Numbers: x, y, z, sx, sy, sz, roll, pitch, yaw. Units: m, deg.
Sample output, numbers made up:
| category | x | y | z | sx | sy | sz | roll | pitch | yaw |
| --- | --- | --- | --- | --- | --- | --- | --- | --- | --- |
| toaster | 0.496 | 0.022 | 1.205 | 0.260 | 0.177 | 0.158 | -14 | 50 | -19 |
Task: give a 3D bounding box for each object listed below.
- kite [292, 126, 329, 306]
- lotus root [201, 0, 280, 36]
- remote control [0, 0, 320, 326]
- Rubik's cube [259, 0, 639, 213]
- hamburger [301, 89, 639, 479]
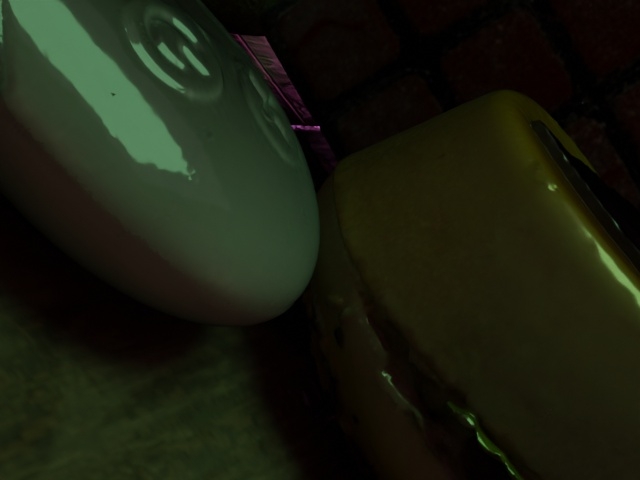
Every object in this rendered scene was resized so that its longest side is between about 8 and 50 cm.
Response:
| category | x | y | z | sx | sy | sz | roll | pitch | yaw |
| --- | --- | --- | --- | --- | --- | --- | --- | --- | --- |
| kite | 0.000 | 0.000 | 0.850 | 0.268 | 0.013 | 0.323 | 48 | 14 | -15 |
| lotus root | -0.066 | -0.195 | 0.972 | 0.113 | 0.088 | 0.192 | 36 | 15 | 7 |
| remote control | -0.119 | -0.098 | 0.571 | 0.332 | 0.103 | 0.221 | 47 | 13 | -8 |
| Rubik's cube | 0.213 | -0.102 | 0.999 | 0.343 | 0.344 | 0.337 | 62 | 16 | 4 |
| hamburger | 0.111 | 0.068 | 0.698 | 0.300 | 0.176 | 0.300 | 44 | 17 | -18 |
